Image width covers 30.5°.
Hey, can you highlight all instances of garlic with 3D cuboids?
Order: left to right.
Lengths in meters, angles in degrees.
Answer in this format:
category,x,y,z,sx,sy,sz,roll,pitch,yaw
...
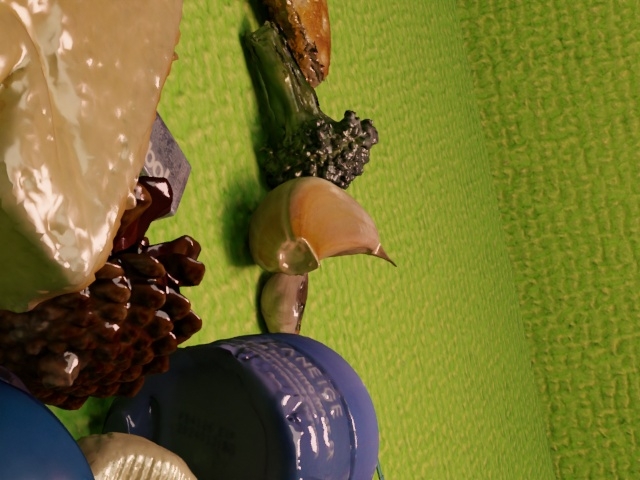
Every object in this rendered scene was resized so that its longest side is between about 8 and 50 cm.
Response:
category,x,y,z,sx,sy,sz,roll,pitch,yaw
garlic,-0.053,0.083,1.710,0.084,0.066,0.152,97,2,-60
garlic,-0.006,-0.009,1.695,0.164,0.145,0.245,43,26,28

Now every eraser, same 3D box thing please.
category,x,y,z,sx,sy,sz,roll,pitch,yaw
eraser,-0.225,-0.127,1.386,0.091,0.046,0.212,-78,150,-43

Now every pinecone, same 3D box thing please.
category,x,y,z,sx,sy,sz,roll,pitch,yaw
pinecone,-0.239,0.013,1.049,0.264,0.264,0.264,-10,90,-68

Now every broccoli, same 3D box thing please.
category,x,y,z,sx,sy,sz,roll,pitch,yaw
broccoli,-0.015,-0.200,1.822,0.198,0.177,0.274,9,59,-61

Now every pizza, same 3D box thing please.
category,x,y,z,sx,sy,sz,roll,pitch,yaw
pizza,-0.055,-0.404,1.869,0.226,0.086,0.335,0,81,-69

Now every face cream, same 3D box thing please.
category,x,y,z,sx,sy,sz,roll,pitch,yaw
face cream,-0.086,0.230,1.300,0.225,0.249,0.249,-1,82,-67

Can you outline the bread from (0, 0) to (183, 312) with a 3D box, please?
category,x,y,z,sx,sy,sz,roll,pitch,yaw
bread,-0.308,-0.154,0.768,0.279,0.371,0.390,63,31,-46

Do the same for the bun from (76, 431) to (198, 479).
category,x,y,z,sx,sy,sz,roll,pitch,yaw
bun,-0.206,0.294,1.138,0.222,0.127,0.222,10,74,-41

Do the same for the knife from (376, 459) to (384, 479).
category,x,y,z,sx,sy,sz,roll,pitch,yaw
knife,0.105,0.407,2.020,0.014,0.005,0.091,-33,111,-65

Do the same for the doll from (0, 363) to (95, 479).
category,x,y,z,sx,sy,sz,roll,pitch,yaw
doll,-0.293,0.228,0.831,0.310,0.240,0.284,-59,150,-51
